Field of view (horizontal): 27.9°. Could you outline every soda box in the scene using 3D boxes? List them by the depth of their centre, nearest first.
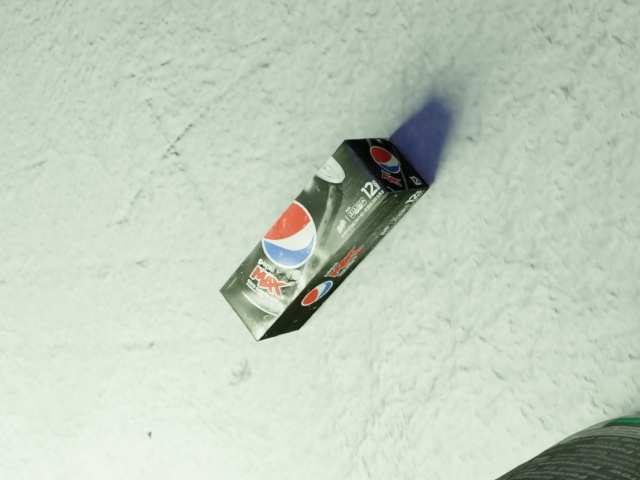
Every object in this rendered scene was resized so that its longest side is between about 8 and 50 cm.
[{"bbox_3d":[0.000,0.000,0.951,0.053,0.060,0.169,52,121,19],"label":"soda box"}]

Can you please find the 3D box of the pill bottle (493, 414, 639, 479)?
[{"bbox_3d":[0.130,0.230,0.708,0.204,0.361,0.204,5,99,34],"label":"pill bottle"}]
